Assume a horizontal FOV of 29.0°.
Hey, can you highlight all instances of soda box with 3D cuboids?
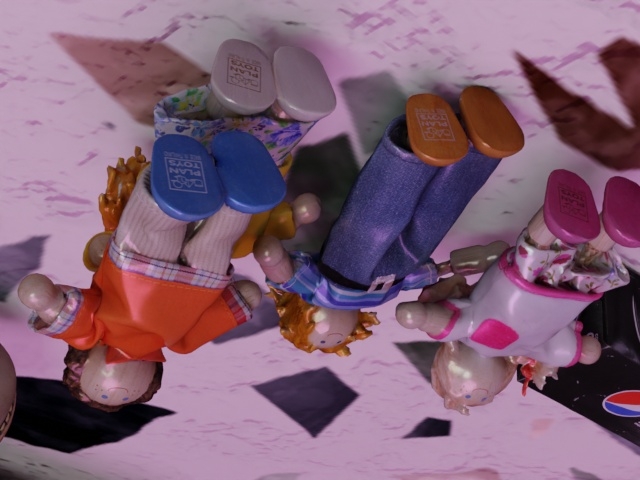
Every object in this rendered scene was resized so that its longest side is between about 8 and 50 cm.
[{"bbox_3d":[0.176,0.070,0.629,0.169,0.053,0.060,29,140,-31],"label":"soda box"}]

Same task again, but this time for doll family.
[{"bbox_3d":[0.000,0.000,0.521,0.263,0.118,0.163,5,141,-26],"label":"doll family"}]

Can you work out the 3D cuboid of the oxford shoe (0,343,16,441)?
[{"bbox_3d":[-0.283,0.015,0.564,0.348,0.123,0.130,26,137,-30],"label":"oxford shoe"}]
